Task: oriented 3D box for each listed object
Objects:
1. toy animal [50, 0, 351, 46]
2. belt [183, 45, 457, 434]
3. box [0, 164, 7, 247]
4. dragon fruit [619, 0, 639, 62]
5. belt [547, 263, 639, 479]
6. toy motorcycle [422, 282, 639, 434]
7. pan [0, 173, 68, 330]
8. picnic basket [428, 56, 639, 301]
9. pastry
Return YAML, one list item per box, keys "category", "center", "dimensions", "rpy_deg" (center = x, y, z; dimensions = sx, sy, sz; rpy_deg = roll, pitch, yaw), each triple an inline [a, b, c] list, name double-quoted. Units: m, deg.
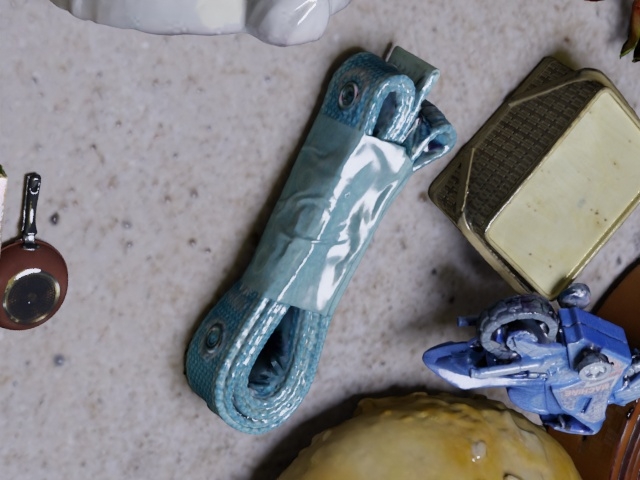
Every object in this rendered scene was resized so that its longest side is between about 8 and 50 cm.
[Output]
- category: "toy animal"
  center: [-0.054, -0.266, 1.171]
  dimensions: [0.272, 0.206, 0.265]
  rpy_deg: [-7, 119, -27]
- category: "belt"
  center: [0.000, 0.000, 1.411]
  dimensions: [0.087, 0.072, 0.302]
  rpy_deg: [24, 100, -33]
- category: "box"
  center: [-0.294, 0.003, 1.243]
  dimensions: [0.175, 0.048, 0.112]
  rpy_deg: [-2, 111, -31]
- category: "dragon fruit"
  center: [0.299, -0.161, 1.481]
  dimensions: [0.142, 0.138, 0.175]
  rpy_deg: [-23, 113, 5]
- category: "belt"
  center: [0.299, 0.137, 1.638]
  dimensions: [0.184, 0.105, 0.261]
  rpy_deg: [20, 100, -38]
- category: "toy motorcycle"
  center: [0.183, 0.097, 1.495]
  dimensions: [0.205, 0.076, 0.114]
  rpy_deg: [22, 133, -36]
- category: "pan"
  center: [-0.199, 0.012, 1.321]
  dimensions: [0.068, 0.023, 0.115]
  rpy_deg: [-3, 113, -30]
- category: "picnic basket"
  center: [0.176, -0.047, 1.491]
  dimensions: [0.164, 0.079, 0.115]
  rpy_deg: [-48, 129, -3]
- category: "pastry"
  center: [0.091, 0.266, 1.518]
  dimensions: [0.316, 0.184, 0.284]
  rpy_deg: [3, 109, -32]
